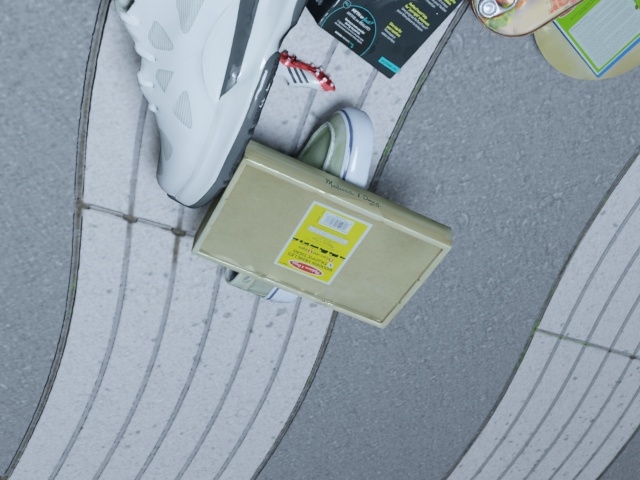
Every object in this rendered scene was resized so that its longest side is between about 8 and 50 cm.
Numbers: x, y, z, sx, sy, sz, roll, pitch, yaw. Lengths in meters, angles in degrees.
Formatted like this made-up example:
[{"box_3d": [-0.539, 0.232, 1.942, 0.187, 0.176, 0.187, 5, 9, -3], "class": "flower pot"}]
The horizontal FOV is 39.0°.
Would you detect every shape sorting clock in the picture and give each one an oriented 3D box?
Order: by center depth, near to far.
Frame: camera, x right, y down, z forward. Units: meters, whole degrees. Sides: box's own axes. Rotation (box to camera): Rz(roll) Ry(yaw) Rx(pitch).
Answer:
[{"box_3d": [0.353, -0.293, 1.097, 0.206, 0.040, 0.206, -9, 128, -12], "class": "shape sorting clock"}]

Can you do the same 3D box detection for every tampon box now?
[{"box_3d": [0.073, -0.279, 0.950, 0.120, 0.101, 0.161, 29, 112, -39], "class": "tampon box"}]

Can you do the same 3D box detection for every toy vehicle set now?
[{"box_3d": [0.000, 0.000, 1.066, 0.266, 0.035, 0.166, 23, 131, -16], "class": "toy vehicle set"}]

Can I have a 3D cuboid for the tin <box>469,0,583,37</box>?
[{"box_3d": [0.256, -0.308, 1.024, 0.189, 0.040, 0.106, -31, 108, 9], "class": "tin"}]

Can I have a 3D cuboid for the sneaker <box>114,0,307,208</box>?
[{"box_3d": [-0.155, -0.235, 0.886, 0.257, 0.169, 0.448, 20, 133, -10], "class": "sneaker"}]

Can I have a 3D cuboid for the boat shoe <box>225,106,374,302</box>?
[{"box_3d": [-0.029, -0.035, 1.116, 0.094, 0.109, 0.302, 9, 127, -26], "class": "boat shoe"}]

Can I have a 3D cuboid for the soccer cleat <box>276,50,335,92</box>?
[{"box_3d": [-0.020, -0.188, 1.043, 0.083, 0.029, 0.035, 22, 126, -32], "class": "soccer cleat"}]
